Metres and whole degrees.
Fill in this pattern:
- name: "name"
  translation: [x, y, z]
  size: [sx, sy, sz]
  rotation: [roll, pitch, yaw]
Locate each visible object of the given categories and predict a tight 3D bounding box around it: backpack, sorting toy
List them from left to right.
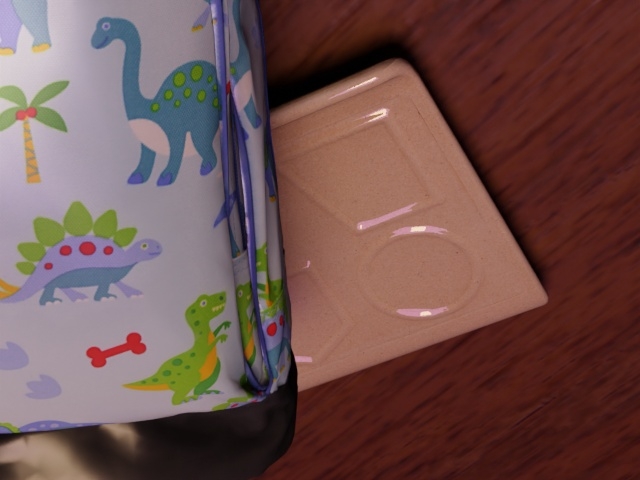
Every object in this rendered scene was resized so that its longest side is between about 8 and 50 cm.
- name: "backpack"
  translation: [-0.144, -0.061, 0.632]
  size: [0.290, 0.273, 0.355]
  rotation: [1, 103, -5]
- name: "sorting toy"
  translation: [0.000, 0.000, 0.827]
  size: [0.193, 0.038, 0.208]
  rotation: [-21, 133, 18]
